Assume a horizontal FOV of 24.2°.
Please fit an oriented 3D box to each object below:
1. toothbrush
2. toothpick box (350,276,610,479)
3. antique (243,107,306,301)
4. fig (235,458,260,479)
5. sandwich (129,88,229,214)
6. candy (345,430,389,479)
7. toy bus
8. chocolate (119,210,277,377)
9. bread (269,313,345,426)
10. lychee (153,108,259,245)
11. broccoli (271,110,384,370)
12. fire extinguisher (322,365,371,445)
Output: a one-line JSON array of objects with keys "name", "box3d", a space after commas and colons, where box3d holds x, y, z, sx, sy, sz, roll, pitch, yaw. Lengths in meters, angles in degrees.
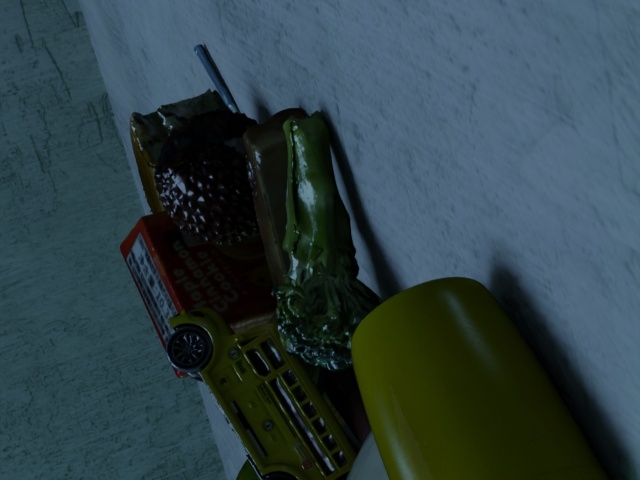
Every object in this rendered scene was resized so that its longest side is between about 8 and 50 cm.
[{"name": "toothbrush", "box3d": [-0.144, -0.214, 2.221, 0.016, 0.019, 0.219, 94, 153, -54]}, {"name": "toothpick box", "box3d": [0.132, 0.166, 1.314, 0.175, 0.175, 0.271, 90, 159, -57]}, {"name": "antique", "box3d": [-0.028, -0.019, 1.893, 0.093, 0.087, 0.310, -125, 19, -53]}, {"name": "fig", "box3d": [-0.007, 0.389, 2.266, 0.314, 0.233, 0.233, -22, -88, -75]}, {"name": "sandwich", "box3d": [-0.184, -0.087, 2.263, 0.198, 0.155, 0.227, 103, 144, -71]}, {"name": "candy", "box3d": [0.092, 0.350, 1.535, 0.386, 0.186, 0.426, -107, 25, -59]}, {"name": "toy bus", "box3d": [-0.066, 0.218, 1.925, 0.331, 0.151, 0.145, 58, 178, 12]}, {"name": "chocolate", "box3d": [-0.137, 0.050, 2.143, 0.237, 0.235, 0.108, 64, 155, 25]}, {"name": "bread", "box3d": [-0.010, 0.185, 2.087, 0.225, 0.081, 0.134, 69, 180, -67]}, {"name": "lychee", "box3d": [-0.135, -0.083, 2.043, 0.188, 0.188, 0.188, 160, 90, -77]}, {"name": "broccoli", "box3d": [0.006, -0.001, 1.738, 0.165, 0.146, 0.304, 107, 153, -86]}, {"name": "fire extinguisher", "box3d": [0.067, 0.218, 1.916, 0.089, 0.072, 0.267, 32, -168, -35]}]
